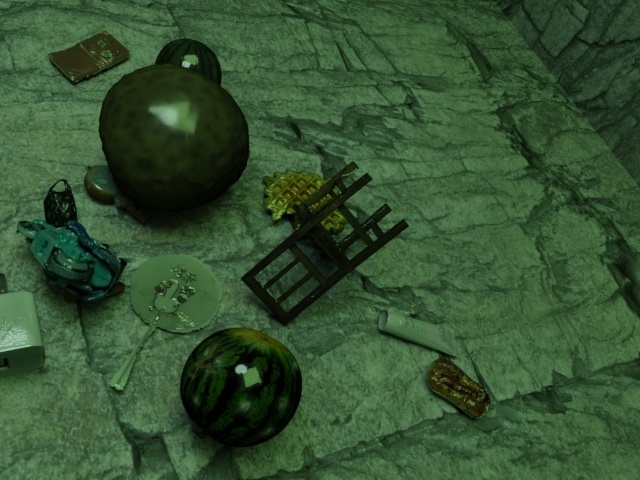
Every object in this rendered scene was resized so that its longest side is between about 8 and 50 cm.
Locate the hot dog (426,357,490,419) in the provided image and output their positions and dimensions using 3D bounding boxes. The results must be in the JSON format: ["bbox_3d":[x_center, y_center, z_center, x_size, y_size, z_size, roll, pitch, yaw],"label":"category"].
[{"bbox_3d":[0.368,0.392,1.600,0.191,0.059,0.108,35,54,2],"label":"hot dog"}]

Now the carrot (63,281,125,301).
[{"bbox_3d":[-0.534,0.118,1.421,0.139,0.048,0.048,-2,57,-25],"label":"carrot"}]

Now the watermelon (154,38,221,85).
[{"bbox_3d":[-0.403,-0.503,1.825,0.212,0.212,0.212,11,52,-15],"label":"watermelon"}]

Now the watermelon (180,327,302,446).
[{"bbox_3d":[-0.171,0.316,1.298,0.269,0.269,0.268,11,52,-15],"label":"watermelon"}]

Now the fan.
[{"bbox_3d":[-0.393,0.185,1.452,0.233,0.012,0.414,28,47,0],"label":"fan"}]

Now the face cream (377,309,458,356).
[{"bbox_3d":[0.275,0.255,1.663,0.244,0.058,0.092,19,46,-17],"label":"face cream"}]

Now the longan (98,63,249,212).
[{"bbox_3d":[-0.379,-0.258,1.557,0.391,0.391,0.391,11,52,-15],"label":"longan"}]

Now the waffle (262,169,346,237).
[{"bbox_3d":[-0.049,-0.118,1.794,0.261,0.056,0.250,-3,57,-22],"label":"waffle"}]

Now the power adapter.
[{"bbox_3d":[-0.669,0.169,1.272,0.125,0.130,0.204,-10,59,-28],"label":"power adapter"}]

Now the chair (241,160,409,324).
[{"bbox_3d":[0.000,0.000,1.623,0.203,0.416,0.240,50,4,-18],"label":"chair"}]

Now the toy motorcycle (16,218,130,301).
[{"bbox_3d":[-0.564,0.033,1.379,0.260,0.154,0.206,34,11,36],"label":"toy motorcycle"}]

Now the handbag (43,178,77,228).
[{"bbox_3d":[-0.631,-0.094,1.473,0.072,0.139,0.115,1,55,-33],"label":"handbag"}]

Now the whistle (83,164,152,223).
[{"bbox_3d":[-0.540,-0.124,1.591,0.220,0.057,0.107,39,37,1],"label":"whistle"}]

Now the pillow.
[{"bbox_3d":[-0.709,-0.567,1.847,0.126,0.043,0.232,40,51,7],"label":"pillow"}]
